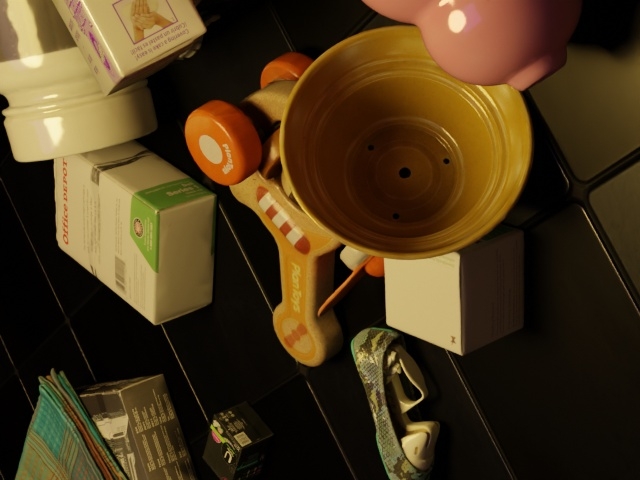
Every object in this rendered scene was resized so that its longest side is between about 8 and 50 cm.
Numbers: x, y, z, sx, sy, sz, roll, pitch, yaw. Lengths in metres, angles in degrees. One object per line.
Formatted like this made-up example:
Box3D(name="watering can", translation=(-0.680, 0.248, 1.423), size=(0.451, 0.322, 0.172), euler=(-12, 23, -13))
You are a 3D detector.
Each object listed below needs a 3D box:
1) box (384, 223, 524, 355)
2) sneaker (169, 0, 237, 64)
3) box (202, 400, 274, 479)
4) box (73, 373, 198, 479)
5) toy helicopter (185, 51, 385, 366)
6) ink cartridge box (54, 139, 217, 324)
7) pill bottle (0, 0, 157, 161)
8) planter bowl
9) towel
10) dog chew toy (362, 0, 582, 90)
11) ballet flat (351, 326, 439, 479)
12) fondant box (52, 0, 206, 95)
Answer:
Box3D(name="box", translation=(0.121, 0.035, 1.232), size=(0.101, 0.087, 0.102), euler=(21, 122, 46))
Box3D(name="sneaker", translation=(-0.148, -0.264, 1.455), size=(0.190, 0.071, 0.083), euler=(-34, 73, 53))
Box3D(name="box", translation=(-0.101, 0.251, 1.652), size=(0.062, 0.052, 0.083), euler=(47, 139, 30))
Box3D(name="box", translation=(-0.255, 0.346, 1.873), size=(0.242, 0.076, 0.307), euler=(-13, 95, 55))
Box3D(name="toy helicopter", translation=(0.000, 0.000, 1.373), size=(0.235, 0.140, 0.355), euler=(30, 140, 30))
Box3D(name="ink cartridge box", translation=(-0.229, -0.024, 1.650), size=(0.219, 0.092, 0.160), euler=(34, 131, 39))
Box3D(name="pill bottle", translation=(-0.307, -0.284, 1.533), size=(0.204, 0.204, 0.361), euler=(3, 109, 52))
Box3D(name="planter bowl", translation=(0.075, -0.073, 1.190), size=(0.217, 0.217, 0.090), euler=(57, 173, 16))
Box3D(name="towel", translation=(-0.357, 0.390, 1.929), size=(0.271, 0.040, 0.370), euler=(53, 141, 24))
Box3D(name="dog chew toy", translation=(0.086, -0.266, 1.055), size=(0.332, 0.206, 0.206), euler=(57, 143, 2))
Box3D(name="ballet flat", translation=(0.086, 0.177, 1.372), size=(0.070, 0.070, 0.188), euler=(-12, 100, 54))
Box3D(name="fondant box", translation=(-0.241, -0.312, 1.301), size=(0.330, 0.096, 0.238), euler=(61, 170, -8))
